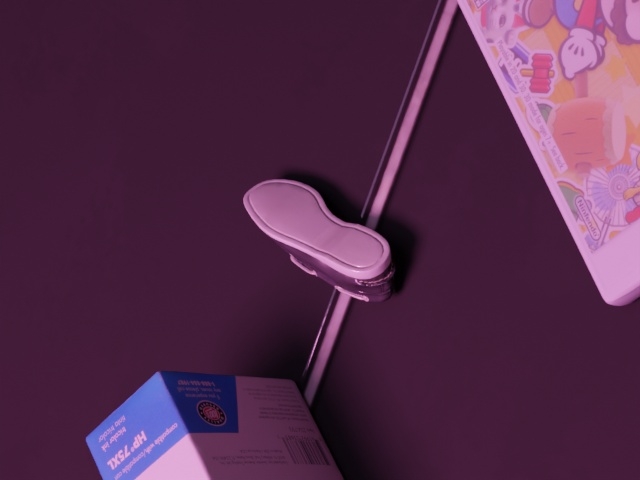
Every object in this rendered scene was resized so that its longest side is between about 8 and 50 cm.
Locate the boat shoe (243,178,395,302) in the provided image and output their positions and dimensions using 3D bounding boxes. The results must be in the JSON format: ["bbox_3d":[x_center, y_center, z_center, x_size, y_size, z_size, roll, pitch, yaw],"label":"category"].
[{"bbox_3d":[0.000,0.000,1.121,0.125,0.038,0.046,28,59,36],"label":"boat shoe"}]

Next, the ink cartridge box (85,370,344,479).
[{"bbox_3d":[-0.032,0.195,1.062,0.078,0.134,0.231,-42,61,26],"label":"ink cartridge box"}]

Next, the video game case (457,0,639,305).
[{"bbox_3d":[0.188,-0.112,0.977,0.206,0.026,0.227,-40,61,36],"label":"video game case"}]
